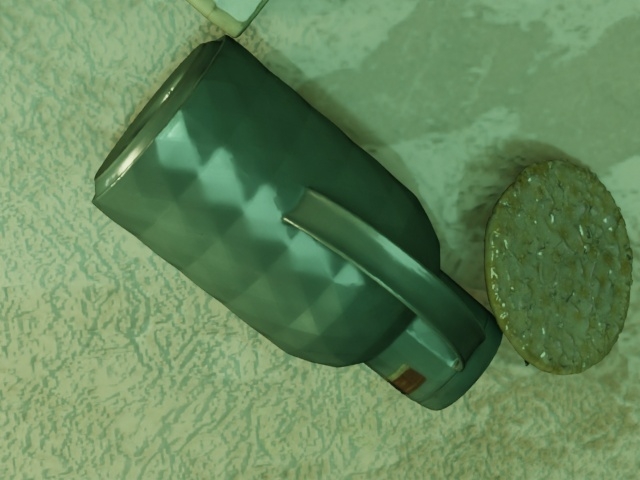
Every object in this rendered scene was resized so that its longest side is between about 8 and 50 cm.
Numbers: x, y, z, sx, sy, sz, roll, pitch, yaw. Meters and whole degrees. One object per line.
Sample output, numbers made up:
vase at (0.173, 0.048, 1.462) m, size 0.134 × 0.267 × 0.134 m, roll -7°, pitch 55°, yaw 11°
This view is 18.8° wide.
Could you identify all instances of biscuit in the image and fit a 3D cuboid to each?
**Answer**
biscuit at (0.164, 0.018, 1.327) m, size 0.152 × 0.020 × 0.152 m, roll 4°, pitch 84°, yaw -40°

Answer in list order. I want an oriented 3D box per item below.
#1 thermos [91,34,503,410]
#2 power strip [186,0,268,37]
thermos at (0.000, 0.000, 1.284) m, size 0.286 × 0.182 × 0.145 m, roll 38°, pitch 79°, yaw -9°
power strip at (0.015, -0.261, 1.263) m, size 0.053 × 0.093 × 0.288 m, roll 38°, pitch 100°, yaw -6°
